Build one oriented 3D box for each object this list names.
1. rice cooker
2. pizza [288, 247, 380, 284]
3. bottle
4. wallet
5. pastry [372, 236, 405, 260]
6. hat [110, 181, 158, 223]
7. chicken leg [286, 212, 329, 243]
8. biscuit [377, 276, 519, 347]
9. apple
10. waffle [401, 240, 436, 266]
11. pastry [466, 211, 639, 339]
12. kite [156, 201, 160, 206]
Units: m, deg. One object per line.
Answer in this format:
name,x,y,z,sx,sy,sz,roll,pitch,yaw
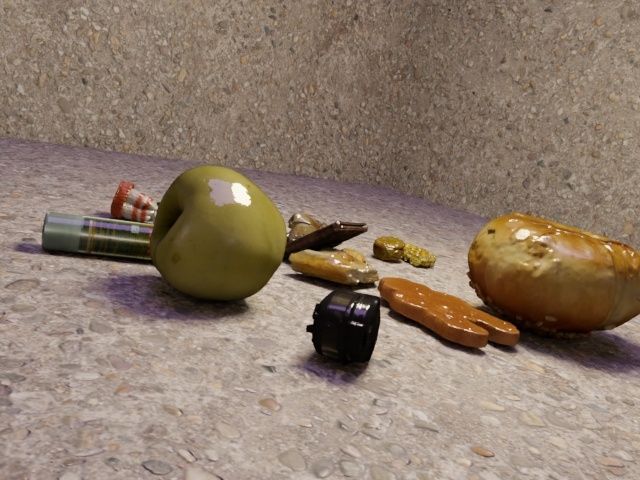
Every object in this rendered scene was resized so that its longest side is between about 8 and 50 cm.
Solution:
rice cooker,0.046,0.139,1.033,0.106,0.112,0.165,10,7,22
pizza,0.060,0.059,1.574,0.189,0.071,0.297,14,4,30
bottle,-0.436,-0.004,1.339,0.286,0.082,0.082,8,11,-22
wallet,0.000,0.000,1.606,0.230,0.042,0.124,-26,-17,39
pastry,0.207,0.024,1.909,0.097,0.057,0.109,3,21,6
hat,-0.485,-0.084,1.719,0.162,0.112,0.094,21,37,-7
chicken leg,-0.053,-0.029,1.902,0.125,0.081,0.196,35,23,33
biscuit,0.255,0.154,1.353,0.202,0.047,0.333,3,16,-39
apple,-0.197,-0.006,1.202,0.262,0.263,0.262,11,11,-2
waffle,0.279,0.041,1.969,0.160,0.046,0.192,14,11,1
pastry,0.539,0.088,1.457,0.409,0.245,0.409,13,13,-3
kite,-0.529,-0.103,1.943,0.183,0.014,0.241,10,10,8
